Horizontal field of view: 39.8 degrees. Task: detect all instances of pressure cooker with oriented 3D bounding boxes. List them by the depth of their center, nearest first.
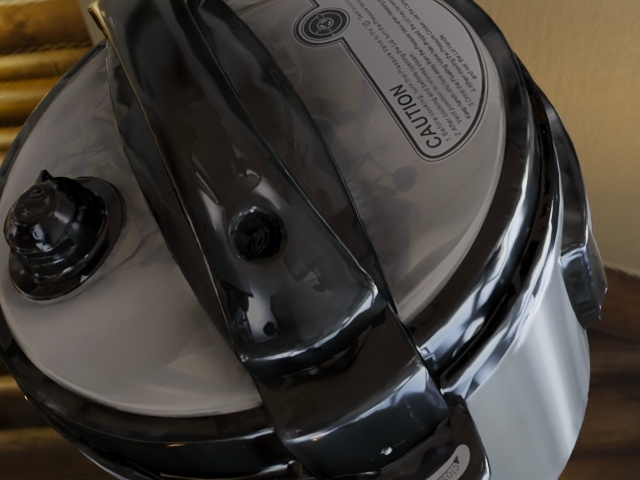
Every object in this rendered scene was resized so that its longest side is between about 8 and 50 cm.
[{"bbox_3d":[-0.011,0.023,0.600,0.370,0.420,0.375,11,-117,28],"label":"pressure cooker"}]
